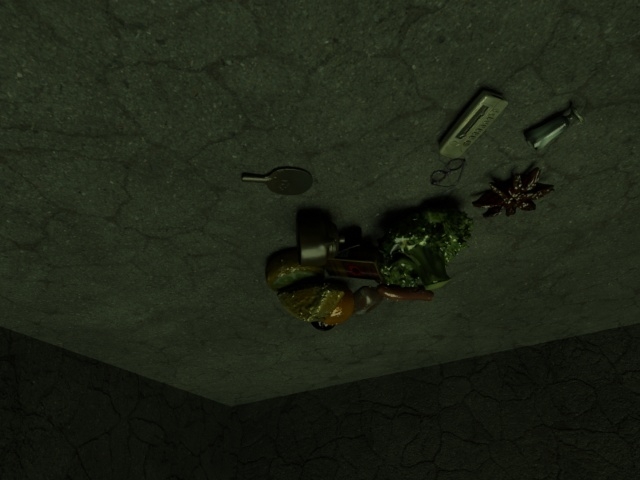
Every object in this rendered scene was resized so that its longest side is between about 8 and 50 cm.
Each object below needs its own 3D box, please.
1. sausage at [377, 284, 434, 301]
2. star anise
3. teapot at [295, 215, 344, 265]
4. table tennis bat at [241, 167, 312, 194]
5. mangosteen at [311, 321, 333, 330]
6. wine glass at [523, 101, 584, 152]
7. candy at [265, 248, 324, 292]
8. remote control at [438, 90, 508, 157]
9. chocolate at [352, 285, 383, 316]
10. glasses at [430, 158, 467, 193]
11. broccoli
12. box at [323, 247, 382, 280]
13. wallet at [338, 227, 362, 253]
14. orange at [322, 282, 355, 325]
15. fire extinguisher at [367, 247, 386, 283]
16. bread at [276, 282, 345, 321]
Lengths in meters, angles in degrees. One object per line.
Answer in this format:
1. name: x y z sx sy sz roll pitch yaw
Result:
1. sausage: 0.426 0.263 2.143 0.304 0.078 0.078 4 145 -16
2. star anise: 0.689 -0.162 1.546 0.287 0.088 0.288 -4 144 -3
3. teapot: 0.000 0.000 1.594 0.175 0.186 0.267 -2 -176 -8
4. table tennis bat: -0.140 -0.197 1.417 0.234 0.022 0.131 3 146 -17
5. mangosteen: 0.019 0.385 2.212 0.152 0.153 0.153 -4 146 -3
6. wine glass: 0.700 -0.339 1.300 0.072 0.072 0.155 23 136 -36
7. candy: -0.107 0.136 1.838 0.259 0.118 0.260 -9 149 -5
8. remote control: 0.439 -0.339 1.270 0.090 0.049 0.230 10 144 -22
9. chocolate: 0.213 0.330 2.201 0.160 0.083 0.261 12 142 -28
10. glasses: 0.433 -0.197 1.432 0.062 0.104 0.140 25 132 -35
11. broccoli: 0.382 0.031 1.629 0.338 0.318 0.277 10 157 22
12. box: 0.132 0.095 1.779 0.239 0.071 0.159 4 146 23
13. wallet: 0.049 0.027 1.689 0.244 0.124 0.025 -20 116 19
14. orange: 0.055 0.299 2.042 0.219 0.193 0.219 -18 158 -8
15. fire extinguisher: 0.238 0.105 1.876 0.089 0.072 0.268 -16 145 7
16. bread: -0.026 0.263 1.820 0.261 0.163 0.204 -14 166 28
